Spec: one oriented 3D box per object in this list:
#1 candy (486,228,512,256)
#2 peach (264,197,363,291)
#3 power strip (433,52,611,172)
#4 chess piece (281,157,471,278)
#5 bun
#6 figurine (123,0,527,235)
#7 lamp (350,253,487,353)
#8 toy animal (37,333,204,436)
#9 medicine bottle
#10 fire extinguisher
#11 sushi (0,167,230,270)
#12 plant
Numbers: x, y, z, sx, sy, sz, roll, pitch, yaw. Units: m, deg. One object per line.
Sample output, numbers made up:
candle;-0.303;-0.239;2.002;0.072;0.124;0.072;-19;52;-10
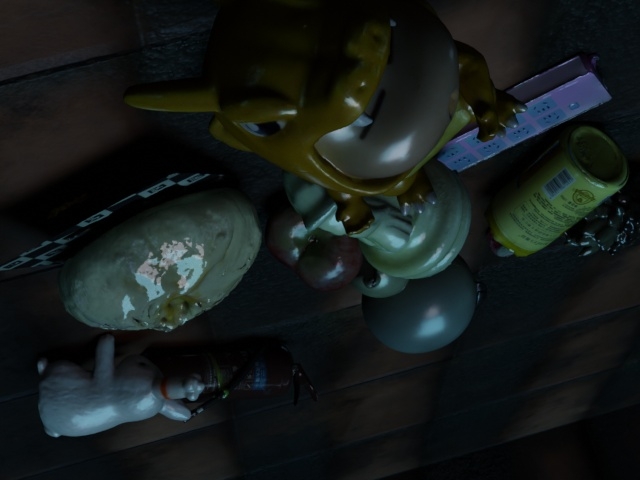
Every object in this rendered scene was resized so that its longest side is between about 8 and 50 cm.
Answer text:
candy;0.332;-0.010;2.210;0.103;0.043;0.103;-15;157;-7
peach;0.000;0.000;1.877;0.152;0.152;0.152;-15;157;-6
power strip;0.264;-0.169;1.798;0.279;0.037;0.109;-26;156;19
chess piece;0.051;-0.059;1.690;0.176;0.175;0.298;-31;149;29
bun;-0.201;0.038;1.737;0.287;0.146;0.287;-27;174;-3
figurine;0.014;-0.152;1.365;0.401;0.268;0.387;-25;159;29
lamp;0.142;0.078;2.124;0.198;0.197;0.244;-29;132;26
toy animal;-0.325;0.239;2.163;0.283;0.138;0.140;-13;152;3
medicine bottle;0.352;-0.072;1.989;0.124;0.124;0.239;-2;154;-33
fire extinguisher;-0.155;0.251;2.343;0.341;0.141;0.105;1;163;-34
sushi;-0.270;-0.042;1.667;0.280;0.043;0.192;-27;173;20
plant;0.477;-0.050;2.117;0.195;0.129;0.132;-8;154;-30
